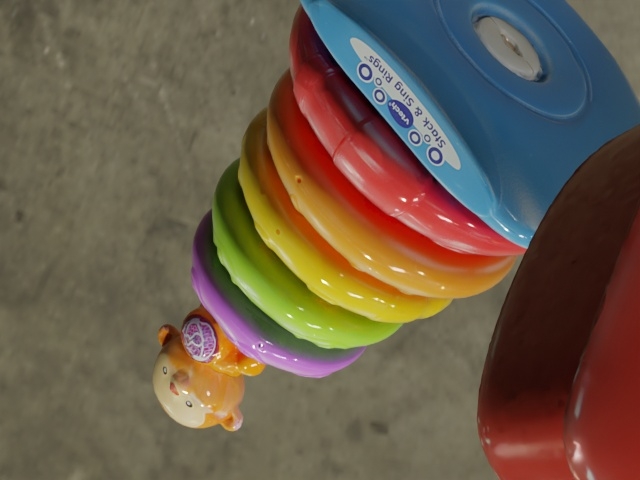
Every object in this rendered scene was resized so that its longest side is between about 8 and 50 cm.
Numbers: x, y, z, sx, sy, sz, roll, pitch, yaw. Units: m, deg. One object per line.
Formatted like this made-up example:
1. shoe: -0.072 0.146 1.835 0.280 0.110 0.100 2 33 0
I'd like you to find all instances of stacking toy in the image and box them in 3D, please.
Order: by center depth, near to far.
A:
1. stacking toy: 0.000 0.000 0.904 0.175 0.166 0.302 51 125 10

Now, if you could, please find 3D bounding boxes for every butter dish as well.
1. butter dish: 0.098 0.040 0.488 0.118 0.160 0.160 -10 133 47
